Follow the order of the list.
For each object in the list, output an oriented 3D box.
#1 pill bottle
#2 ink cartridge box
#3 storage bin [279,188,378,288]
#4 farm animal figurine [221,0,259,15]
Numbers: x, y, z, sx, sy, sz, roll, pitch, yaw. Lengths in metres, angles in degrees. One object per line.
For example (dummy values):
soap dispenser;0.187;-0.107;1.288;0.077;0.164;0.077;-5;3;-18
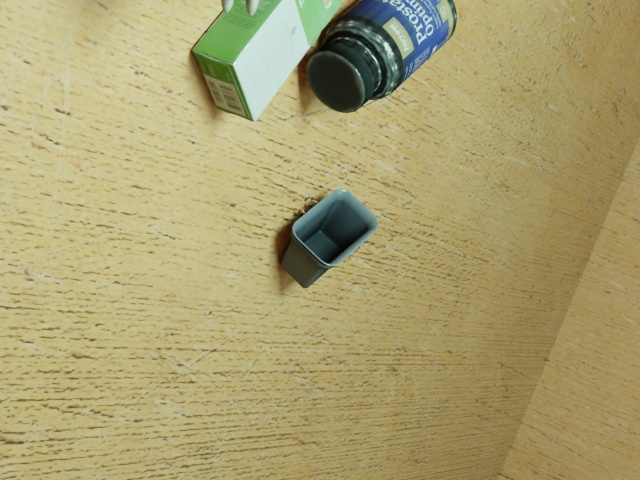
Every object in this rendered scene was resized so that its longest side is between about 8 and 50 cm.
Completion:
pill bottle;0.080;-0.265;1.835;0.219;0.123;0.123;-45;147;-37
ink cartridge box;-0.060;-0.258;1.647;0.209;0.062;0.109;-55;152;-23
storage bin;0.000;0.000;1.951;0.135;0.098;0.091;-41;171;-43
farm animal figurine;-0.102;-0.321;1.357;0.327;0.330;0.172;-79;-178;-76
